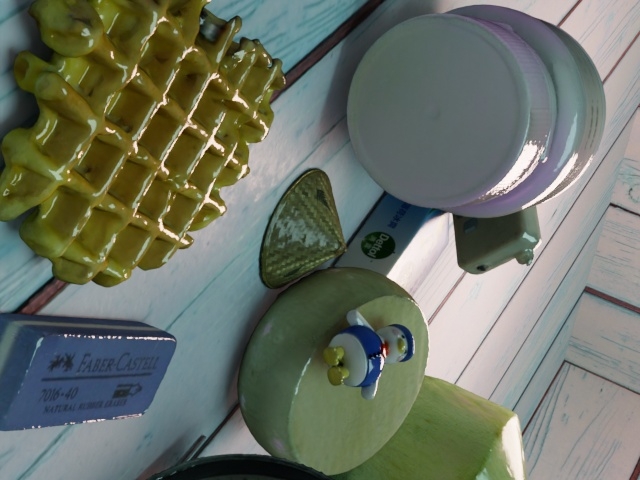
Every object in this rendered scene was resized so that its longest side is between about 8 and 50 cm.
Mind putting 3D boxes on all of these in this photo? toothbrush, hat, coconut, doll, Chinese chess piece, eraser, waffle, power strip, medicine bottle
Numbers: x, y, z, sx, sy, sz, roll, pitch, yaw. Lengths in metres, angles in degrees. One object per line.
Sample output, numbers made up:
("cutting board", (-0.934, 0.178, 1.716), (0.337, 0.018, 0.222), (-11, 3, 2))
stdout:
("toothbrush", (-0.153, 0.248, 1.075), (0.097, 0.008, 0.006), (-49, 167, -38))
("hat", (0.000, 0.000, 1.093), (0.146, 0.067, 0.146), (-49, 153, -36))
("coconut", (0.186, 0.371, 1.550), (0.328, 0.329, 0.281), (-25, 137, -59))
("doll", (0.056, 0.120, 1.070), (0.143, 0.058, 0.098), (-10, 90, -48))
("Chinese chess piece", (0.018, 0.152, 1.164), (0.250, 0.101, 0.250), (-24, 127, -36))
("eraser", (-0.196, 0.105, 0.796), (0.082, 0.036, 0.225), (-65, 159, 3))
("waffle", (-0.118, -0.094, 0.734), (0.309, 0.065, 0.283), (-42, 149, -47))
("power strip", (0.229, -0.077, 1.340), (0.046, 0.118, 0.270), (24, 51, -36))
("medicine bottle", (0.180, -0.145, 1.121), (0.302, 0.241, 0.241), (-14, 125, -63))

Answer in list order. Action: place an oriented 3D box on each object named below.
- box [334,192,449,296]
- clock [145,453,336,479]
("box", (0.100, 0.017, 1.332), (0.194, 0.073, 0.139), (-53, 155, -29))
("clock", (-0.080, 0.328, 0.926), (0.312, 0.313, 0.061), (-42, 143, -45))
